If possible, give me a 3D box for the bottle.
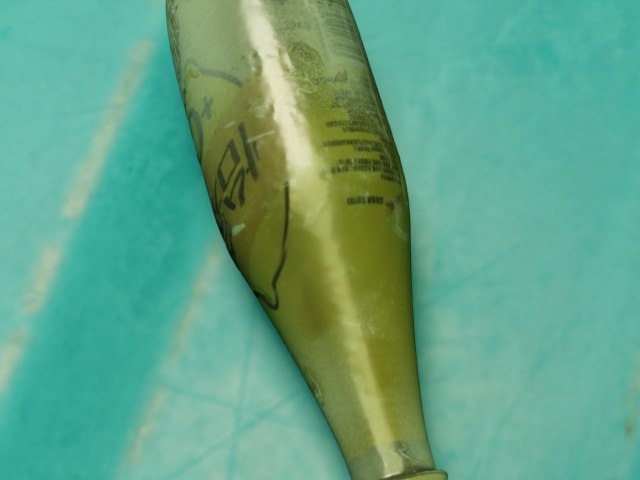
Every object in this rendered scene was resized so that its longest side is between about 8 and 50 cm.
[{"bbox_3d":[0.000,0.000,0.750,0.083,0.083,0.269,-15,70,-2],"label":"bottle"}]
